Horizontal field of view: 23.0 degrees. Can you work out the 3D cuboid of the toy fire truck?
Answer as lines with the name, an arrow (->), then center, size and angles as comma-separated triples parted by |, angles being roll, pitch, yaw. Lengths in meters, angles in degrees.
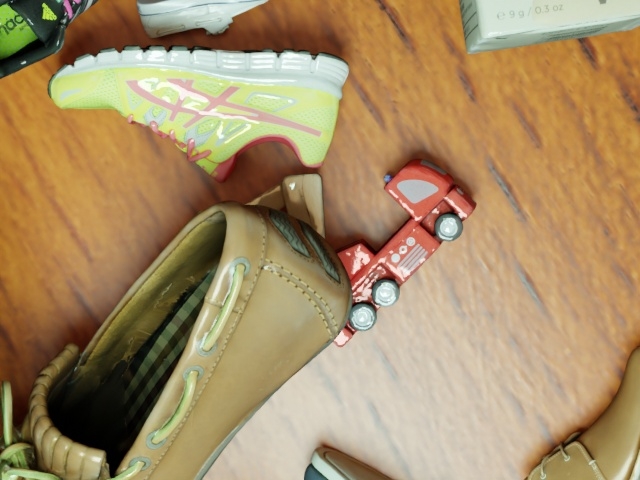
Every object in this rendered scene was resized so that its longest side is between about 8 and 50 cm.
toy fire truck -> 0.000, 0.000, 1.107 | 0.135, 0.047, 0.192 | 43, 94, -1

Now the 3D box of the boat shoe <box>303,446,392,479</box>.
boat shoe -> 0.077, 0.246, 1.086 | 0.254, 0.095, 0.079 | 39, 106, 12

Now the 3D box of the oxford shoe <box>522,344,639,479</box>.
oxford shoe -> 0.185, 0.162, 1.098 | 0.076, 0.076, 0.212 | 24, 93, 10

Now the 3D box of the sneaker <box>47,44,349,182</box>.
sneaker -> -0.086, -0.087, 1.090 | 0.208, 0.081, 0.094 | 2, 95, 1

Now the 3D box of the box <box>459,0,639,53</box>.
box -> 0.137, -0.289, 1.042 | 0.121, 0.148, 0.311 | -8, 94, 2

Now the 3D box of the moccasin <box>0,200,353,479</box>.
moccasin -> -0.144, 0.125, 1.034 | 0.380, 0.147, 0.139 | -44, 46, 22

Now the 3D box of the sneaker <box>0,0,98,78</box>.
sneaker -> -0.185, -0.168, 1.084 | 0.170, 0.075, 0.063 | -40, 118, 6

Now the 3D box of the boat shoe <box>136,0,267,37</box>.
boat shoe -> -0.078, -0.163, 1.113 | 0.100, 0.035, 0.035 | -12, 119, -1
